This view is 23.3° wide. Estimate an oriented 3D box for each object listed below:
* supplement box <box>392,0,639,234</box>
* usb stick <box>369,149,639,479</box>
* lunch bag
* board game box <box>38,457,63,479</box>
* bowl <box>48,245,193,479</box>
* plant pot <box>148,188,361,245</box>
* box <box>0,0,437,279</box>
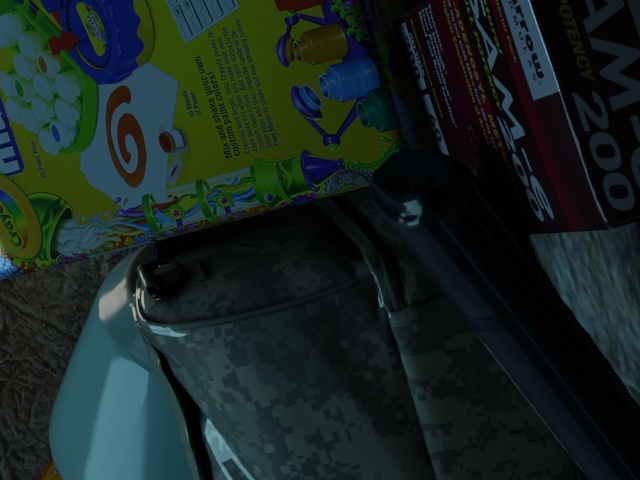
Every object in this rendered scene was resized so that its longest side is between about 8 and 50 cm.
[{"bbox_3d":[0.109,-0.072,0.743,0.239,0.073,0.130,172,79,-81],"label":"supplement box"},{"bbox_3d":[0.116,0.062,0.790,0.278,0.045,0.077,51,171,-27],"label":"usb stick"},{"bbox_3d":[0.024,0.118,1.104,0.212,0.256,0.305,-130,22,-67],"label":"lunch bag"},{"bbox_3d":[-0.092,0.369,1.714,0.356,0.357,0.356,64,-173,-9],"label":"board game box"},{"bbox_3d":[-0.076,0.097,1.311,0.311,0.312,0.163,-120,26,-51],"label":"bowl"},{"bbox_3d":[-0.062,-0.141,1.216,0.263,0.263,0.229,89,176,-66],"label":"plant pot"},{"bbox_3d":[-0.090,-0.160,0.943,0.177,0.279,0.290,-40,-65,-67],"label":"box"}]
